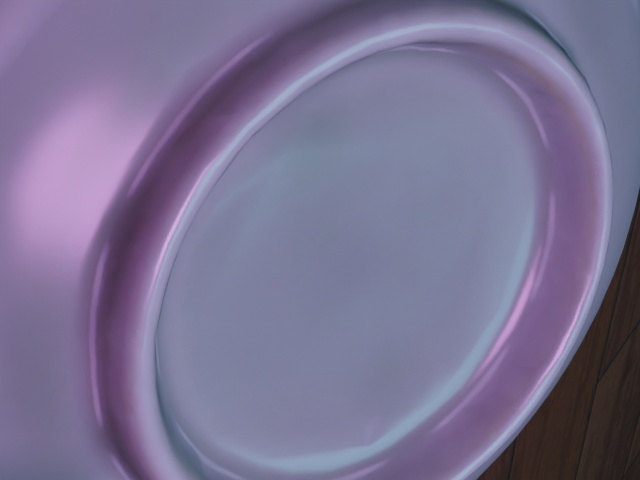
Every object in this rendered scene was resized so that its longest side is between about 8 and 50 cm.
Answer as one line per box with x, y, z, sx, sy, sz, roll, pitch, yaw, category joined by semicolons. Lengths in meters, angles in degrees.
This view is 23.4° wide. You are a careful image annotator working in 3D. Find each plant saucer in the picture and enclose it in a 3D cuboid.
0.000;0.000;0.579;0.400;0.100;0.400;-18;123;-29;plant saucer
